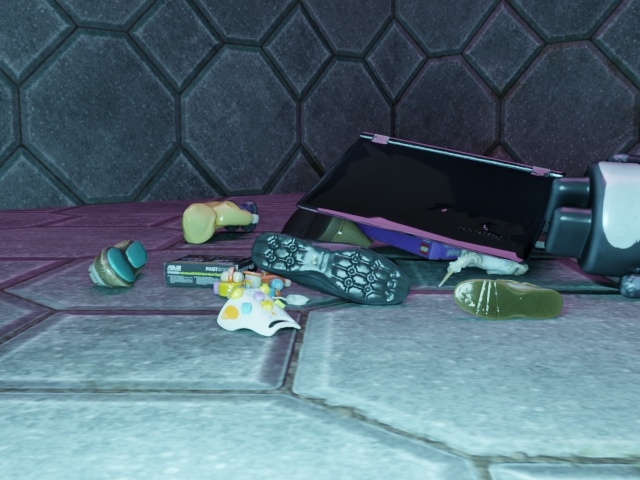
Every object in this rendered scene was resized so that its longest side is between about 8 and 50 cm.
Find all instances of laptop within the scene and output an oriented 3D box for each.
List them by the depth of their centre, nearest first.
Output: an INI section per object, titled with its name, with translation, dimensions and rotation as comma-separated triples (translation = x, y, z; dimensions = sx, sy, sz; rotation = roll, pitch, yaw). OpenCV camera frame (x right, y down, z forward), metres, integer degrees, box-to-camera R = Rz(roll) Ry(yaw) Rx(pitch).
[laptop]
translation = 0.222, -0.039, 1.371
dimensions = 0.382, 0.236, 0.408
rotation = 16, -17, 22

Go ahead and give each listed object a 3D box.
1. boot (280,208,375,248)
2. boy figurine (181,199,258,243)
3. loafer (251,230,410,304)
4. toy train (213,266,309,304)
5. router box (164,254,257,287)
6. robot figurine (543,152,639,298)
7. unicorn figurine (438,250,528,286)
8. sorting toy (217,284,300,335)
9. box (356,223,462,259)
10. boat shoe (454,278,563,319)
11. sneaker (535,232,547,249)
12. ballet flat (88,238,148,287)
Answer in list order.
[boot]
translation = 0.000, 0.000, 1.477
dimensions = 0.115, 0.112, 0.305
rotation = 30, -10, -21
[boy figurine]
translation = -0.238, -0.051, 1.797
dimensions = 0.177, 0.092, 0.285
rotation = 2, 8, 15
[loafer]
translation = 0.015, 0.037, 1.040
dimensions = 0.223, 0.076, 0.078
rotation = 15, -5, 8
[toy train]
translation = -0.084, 0.058, 1.078
dimensions = 0.125, 0.046, 0.166
rotation = -3, 7, -21
[router box]
translation = -0.171, 0.048, 1.191
dimensions = 0.123, 0.038, 0.092
rotation = 1, 7, 15
[robot figurine]
translation = 0.475, -0.025, 1.105
dimensions = 0.278, 0.209, 0.173
rotation = 4, 4, 8
[unicorn figurine]
translation = 0.255, 0.033, 1.204
dimensions = 0.162, 0.060, 0.111
rotation = -3, 3, -4
[sorting toy]
translation = -0.064, 0.089, 0.888
dimensions = 0.083, 0.044, 0.075
rotation = -7, 29, -44
[box]
translation = 0.178, -0.027, 1.475
dimensions = 0.201, 0.057, 0.293
rotation = 0, 15, -40
[boat shoe]
translation = 0.230, 0.074, 0.943
dimensions = 0.136, 0.050, 0.045
rotation = 9, 3, -4
[sneaker]
translation = 0.402, -0.068, 1.604
dimensions = 0.282, 0.162, 0.106
rotation = 3, 8, 25
[ballet flat]
translation = -0.325, 0.045, 1.190
dimensions = 0.067, 0.073, 0.206
rotation = -27, 4, 2
